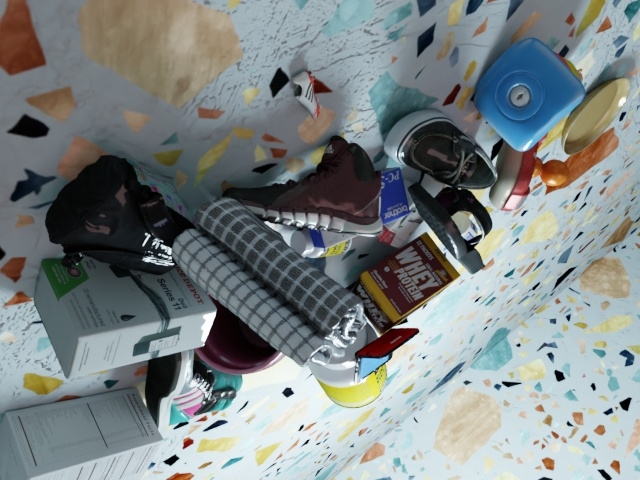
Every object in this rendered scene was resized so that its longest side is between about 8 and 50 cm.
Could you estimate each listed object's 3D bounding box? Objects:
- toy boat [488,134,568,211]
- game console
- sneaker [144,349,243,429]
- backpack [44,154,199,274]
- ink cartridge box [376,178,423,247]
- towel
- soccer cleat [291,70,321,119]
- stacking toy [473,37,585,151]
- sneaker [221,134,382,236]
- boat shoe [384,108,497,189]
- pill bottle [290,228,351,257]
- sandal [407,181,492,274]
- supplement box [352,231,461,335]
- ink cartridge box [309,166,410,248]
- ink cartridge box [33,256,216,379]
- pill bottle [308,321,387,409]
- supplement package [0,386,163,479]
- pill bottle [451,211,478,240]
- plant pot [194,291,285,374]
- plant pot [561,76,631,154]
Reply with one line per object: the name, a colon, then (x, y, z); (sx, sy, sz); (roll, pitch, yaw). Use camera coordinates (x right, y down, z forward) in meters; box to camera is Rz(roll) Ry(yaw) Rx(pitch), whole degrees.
toy boat: (0.478, -0.166, 1.224); (0.151, 0.151, 0.231); (93, 16, -61)
game console: (0.150, 0.263, 1.234); (0.144, 0.085, 0.124); (-24, -172, -41)
sneaker: (-0.237, 0.267, 1.079); (0.179, 0.123, 0.295); (-11, 146, -32)
backpack: (-0.241, -0.029, 0.716); (0.152, 0.115, 0.182); (-35, 151, 13)
ink cartridge box: (0.178, -0.057, 1.190); (0.135, 0.056, 0.099); (-50, 148, 15)
towel: (-0.051, 0.065, 0.766); (0.121, 0.235, 0.283); (-53, 166, -4)
soccer cleat: (-0.022, -0.212, 0.808); (0.036, 0.029, 0.083); (-24, 143, -10)
stacking toy: (0.466, -0.315, 1.111); (0.302, 0.165, 0.175); (-26, 163, -42)
sneaker: (-0.020, -0.101, 0.904); (0.282, 0.106, 0.162); (8, 90, -25)
boat shoe: (0.260, -0.170, 1.076); (0.335, 0.119, 0.121); (0, 130, -48)
pill bottle: (0.000, 0.000, 1.061); (0.116, 0.065, 0.065); (-7, 136, -42)
sandal: (0.283, -0.039, 1.122); (0.107, 0.167, 0.446); (-39, 158, 11)
supplement box: (0.194, 0.107, 1.294); (0.191, 0.129, 0.194); (-32, 166, -14)
ink cartridge box: (0.071, -0.065, 1.029); (0.207, 0.046, 0.097); (-23, 105, -28)
ink cartridge box: (-0.280, 0.095, 0.794); (0.208, 0.153, 0.086); (-7, 134, -44)
pill bottle: (0.066, 0.301, 1.392); (0.188, 0.188, 0.334); (-35, 149, -9)
supplement package: (-0.439, 0.380, 0.992); (0.244, 0.139, 0.133); (3, 127, -48)
pill bottle: (0.373, -0.026, 1.430); (0.067, 0.067, 0.120); (-47, 148, 9)
plant pot: (-0.119, 0.140, 1.004); (0.201, 0.201, 0.180); (-42, 164, 2)
plant pot: (0.729, -0.335, 1.462); (0.236, 0.032, 0.236); (-27, 146, -21)
